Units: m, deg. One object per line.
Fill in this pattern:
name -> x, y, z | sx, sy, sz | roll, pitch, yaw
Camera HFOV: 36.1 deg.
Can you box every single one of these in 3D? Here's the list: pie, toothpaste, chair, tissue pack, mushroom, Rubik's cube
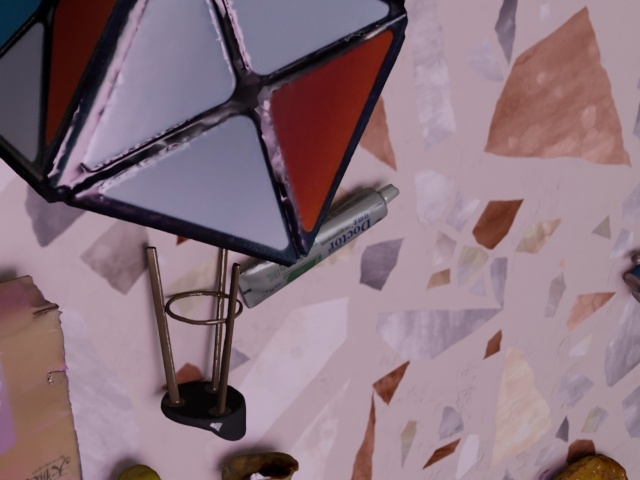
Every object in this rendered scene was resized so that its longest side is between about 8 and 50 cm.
pie -> 0.419, 0.467, 1.597 | 0.273, 0.069, 0.273 | -17, 121, -30
toothpaste -> 0.000, 0.000, 1.102 | 0.218, 0.041, 0.064 | -35, 143, -15
chair -> -0.127, 0.107, 1.032 | 0.095, 0.104, 0.221 | -4, 110, -7
tissue pack -> -0.353, 0.166, 0.870 | 0.257, 0.123, 0.215 | -20, 119, -36
mushroom -> -0.083, 0.392, 1.194 | 0.100, 0.081, 0.312 | -5, 115, -28
Rubik's cube -> -0.117, -0.146, 0.816 | 0.248, 0.246, 0.250 | 19, 98, -39

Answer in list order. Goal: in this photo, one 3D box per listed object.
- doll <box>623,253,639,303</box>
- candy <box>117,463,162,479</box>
doll -> 0.532, 0.032, 1.478 | 0.152, 0.085, 0.114 | -40, 117, -2
candy -> -0.192, 0.337, 1.078 | 0.094, 0.106, 0.198 | -4, 109, -15
